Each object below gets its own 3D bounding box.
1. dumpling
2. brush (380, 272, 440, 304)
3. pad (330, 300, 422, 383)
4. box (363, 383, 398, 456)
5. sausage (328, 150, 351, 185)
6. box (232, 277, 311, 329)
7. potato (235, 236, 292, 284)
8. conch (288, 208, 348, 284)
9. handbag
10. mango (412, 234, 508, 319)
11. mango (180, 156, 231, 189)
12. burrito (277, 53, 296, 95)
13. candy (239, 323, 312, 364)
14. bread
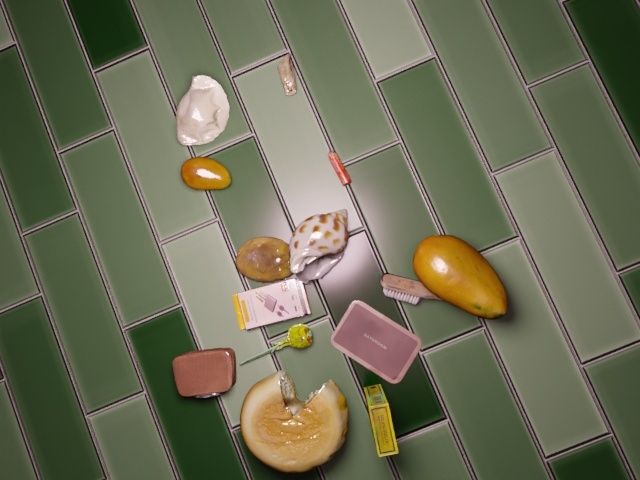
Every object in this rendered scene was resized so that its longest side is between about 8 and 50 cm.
[{"bbox_3d":[-0.394,-0.419,1.514,0.167,0.126,0.215,17,77,-21],"label":"dumpling"},{"bbox_3d":[0.347,0.178,1.441,0.328,0.070,0.065,13,122,1],"label":"brush"},{"bbox_3d":[0.180,0.329,1.468,0.266,0.002,0.176,32,89,5],"label":"pad"},{"bbox_3d":[0.176,0.527,1.345,0.064,0.220,0.140,-12,86,3],"label":"box"},{"bbox_3d":[0.060,-0.244,1.500,0.034,0.034,0.129,-27,84,2],"label":"sausage"},{"bbox_3d":[-0.162,0.209,1.485,0.248,0.033,0.129,-16,86,3],"label":"box"},{"bbox_3d":[-0.180,0.066,1.475,0.201,0.081,0.163,3,87,7],"label":"potato"},{"bbox_3d":[0.000,0.000,1.434,0.275,0.182,0.148,-31,56,-14],"label":"conch"},{"bbox_3d":[-0.373,0.430,1.467,0.194,0.072,0.151,-6,86,2],"label":"handbag"},{"bbox_3d":[0.424,0.109,1.361,0.317,0.211,0.172,42,124,15],"label":"mango"},{"bbox_3d":[-0.382,-0.223,1.506,0.163,0.089,0.111,-4,97,-6],"label":"mango"},{"bbox_3d":[-0.114,-0.561,1.532,0.055,0.041,0.149,-10,82,-10],"label":"burrito"},{"bbox_3d":[-0.147,0.347,1.467,0.262,0.073,0.077,-26,66,9],"label":"candy"},{"bbox_3d":[-0.079,0.551,1.392,0.334,0.160,0.332,0,86,6],"label":"bread"}]
